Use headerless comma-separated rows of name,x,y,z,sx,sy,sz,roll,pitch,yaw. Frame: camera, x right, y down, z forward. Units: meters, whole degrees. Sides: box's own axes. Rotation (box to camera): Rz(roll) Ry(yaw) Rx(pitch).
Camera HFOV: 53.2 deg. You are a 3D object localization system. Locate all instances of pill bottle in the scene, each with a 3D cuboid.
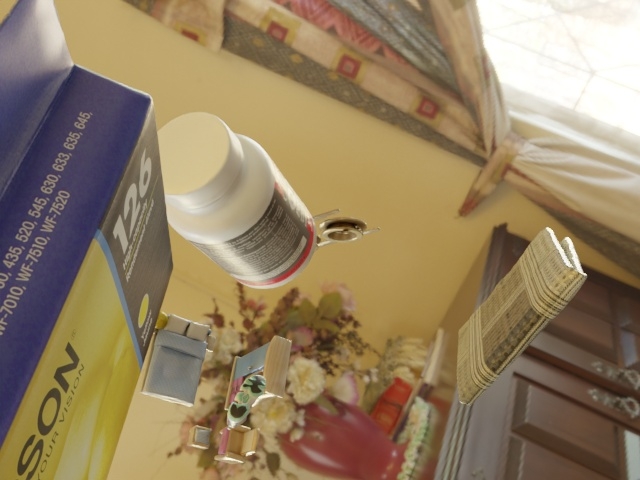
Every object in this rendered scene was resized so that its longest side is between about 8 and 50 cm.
pill bottle,-0.132,-0.055,0.981,0.176,0.176,0.318,-64,-25,-14

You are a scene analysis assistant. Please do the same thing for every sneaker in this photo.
sneaker,-0.130,0.275,1.075,0.098,0.038,0.069,-47,-13,-43

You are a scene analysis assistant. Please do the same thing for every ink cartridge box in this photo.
ink cartridge box,-0.166,0.060,0.392,0.307,0.072,0.303,106,176,-58

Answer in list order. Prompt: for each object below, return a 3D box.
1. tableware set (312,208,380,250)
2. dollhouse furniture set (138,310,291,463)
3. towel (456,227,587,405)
tableware set,0.000,0.000,1.180,0.128,0.194,0.039,21,-118,-45
dollhouse furniture set,-0.259,0.310,1.428,0.198,0.304,0.286,-36,38,46
towel,0.365,0.133,1.194,0.312,0.056,0.324,-56,-2,19
